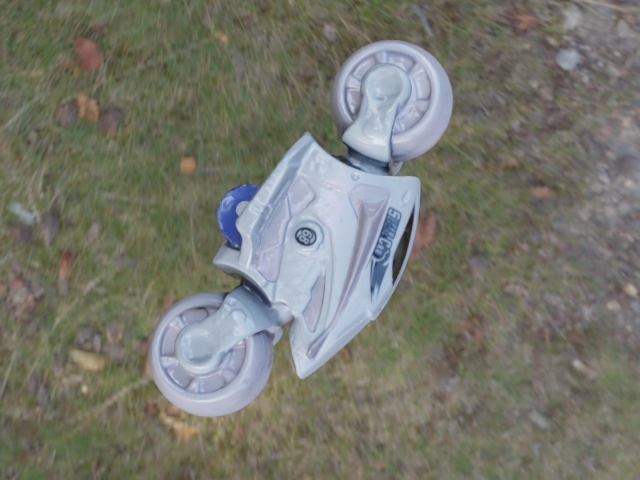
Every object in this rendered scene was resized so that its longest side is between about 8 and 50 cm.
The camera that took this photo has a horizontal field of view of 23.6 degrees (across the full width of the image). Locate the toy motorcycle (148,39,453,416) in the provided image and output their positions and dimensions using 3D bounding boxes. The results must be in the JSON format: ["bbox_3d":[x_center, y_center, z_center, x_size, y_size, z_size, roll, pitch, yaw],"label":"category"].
[{"bbox_3d":[0.000,0.000,0.893,0.112,0.112,0.254,37,87,-13],"label":"toy motorcycle"}]
